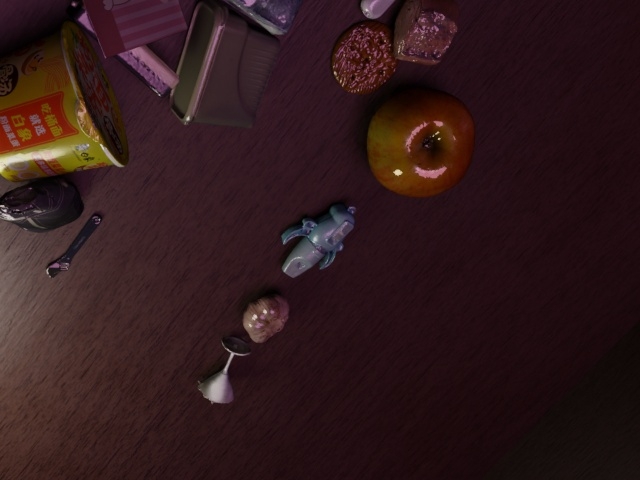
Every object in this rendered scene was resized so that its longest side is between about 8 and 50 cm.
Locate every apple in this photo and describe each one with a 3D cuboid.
[{"bbox_3d":[0.269,-0.246,1.762,0.302,0.301,0.301,-13,127,-18],"label":"apple"}]

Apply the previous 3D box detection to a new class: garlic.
[{"bbox_3d":[-0.161,0.218,1.981,0.147,0.102,0.159,-14,140,-34],"label":"garlic"}]

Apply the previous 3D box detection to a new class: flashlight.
[{"bbox_3d":[0.178,-0.608,1.610,0.200,0.047,0.093,-43,130,5],"label":"flashlight"}]

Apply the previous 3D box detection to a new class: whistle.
[{"bbox_3d":[0.000,0.000,1.918,0.274,0.093,0.186,-44,130,11],"label":"whistle"}]

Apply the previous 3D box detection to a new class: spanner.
[{"bbox_3d":[-0.610,0.015,1.676,0.046,0.012,0.208,32,104,-37],"label":"spanner"}]

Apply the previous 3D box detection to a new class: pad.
[{"bbox_3d":[-0.390,-0.532,1.324,0.202,0.005,0.299,-32,120,-30],"label":"pad"}]

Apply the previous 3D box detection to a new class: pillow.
[{"bbox_3d":[-0.595,-0.072,1.452,0.162,0.335,0.092,-26,95,-14],"label":"pillow"}]

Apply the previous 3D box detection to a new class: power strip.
[{"bbox_3d":[-0.412,-0.411,1.416,0.070,0.105,0.257,-49,130,1],"label":"power strip"}]

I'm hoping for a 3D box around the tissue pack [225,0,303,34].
[{"bbox_3d":[-0.103,-0.620,1.392,0.228,0.103,0.315,24,94,-37],"label":"tissue pack"}]

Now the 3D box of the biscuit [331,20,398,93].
[{"bbox_3d":[0.116,-0.456,1.698,0.188,0.027,0.187,-12,126,-18],"label":"biscuit"}]

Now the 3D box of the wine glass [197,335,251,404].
[{"bbox_3d":[-0.281,0.385,2.029,0.122,0.122,0.183,12,114,-32],"label":"wine glass"}]

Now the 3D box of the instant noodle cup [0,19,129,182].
[{"bbox_3d":[-0.544,-0.256,1.352,0.222,0.311,0.311,-19,129,-1],"label":"instant noodle cup"}]

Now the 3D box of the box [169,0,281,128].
[{"bbox_3d":[-0.213,-0.388,1.525,0.178,0.138,0.274,5,121,-37],"label":"box"}]

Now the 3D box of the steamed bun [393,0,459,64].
[{"bbox_3d":[0.257,-0.521,1.663,0.145,0.106,0.175,2,116,-34],"label":"steamed bun"}]
